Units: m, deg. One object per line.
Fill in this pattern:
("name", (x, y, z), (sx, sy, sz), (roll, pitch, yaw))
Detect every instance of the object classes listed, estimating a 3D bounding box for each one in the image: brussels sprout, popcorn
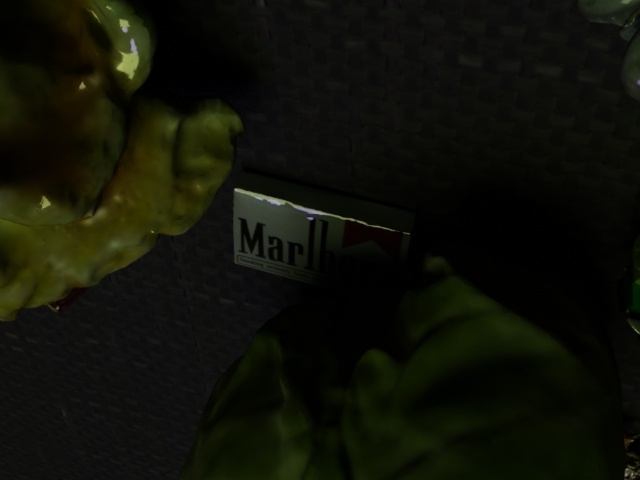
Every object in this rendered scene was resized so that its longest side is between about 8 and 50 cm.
("brussels sprout", (0.079, 0.226, 0.837), (0.425, 0.361, 0.342), (-36, 126, 23))
("popcorn", (-0.264, -0.082, 0.792), (0.279, 0.335, 0.274), (32, 143, 38))

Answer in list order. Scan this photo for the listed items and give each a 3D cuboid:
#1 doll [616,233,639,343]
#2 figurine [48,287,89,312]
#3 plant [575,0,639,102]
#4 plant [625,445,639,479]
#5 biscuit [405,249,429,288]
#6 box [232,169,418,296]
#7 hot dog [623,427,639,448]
("doll", (0.317, 0.020, 0.768), (0.134, 0.106, 0.186), (10, 138, 6))
("figurine", (-0.301, 0.009, 1.064), (0.098, 0.082, 0.154), (26, 142, 17))
("plant", (0.275, -0.180, 0.540), (0.149, 0.146, 0.274), (39, 137, -23))
("plant", (0.374, 0.262, 1.048), (0.122, 0.104, 0.116), (-20, 171, 2))
("biscuit", (0.118, 0.034, 0.923), (0.078, 0.015, 0.091), (-2, 137, -11))
("box", (0.000, 0.000, 0.944), (0.177, 0.036, 0.115), (15, 138, 10))
("hot dog", (0.212, 0.226, 1.066), (0.269, 0.072, 0.109), (-5, 134, 30))
